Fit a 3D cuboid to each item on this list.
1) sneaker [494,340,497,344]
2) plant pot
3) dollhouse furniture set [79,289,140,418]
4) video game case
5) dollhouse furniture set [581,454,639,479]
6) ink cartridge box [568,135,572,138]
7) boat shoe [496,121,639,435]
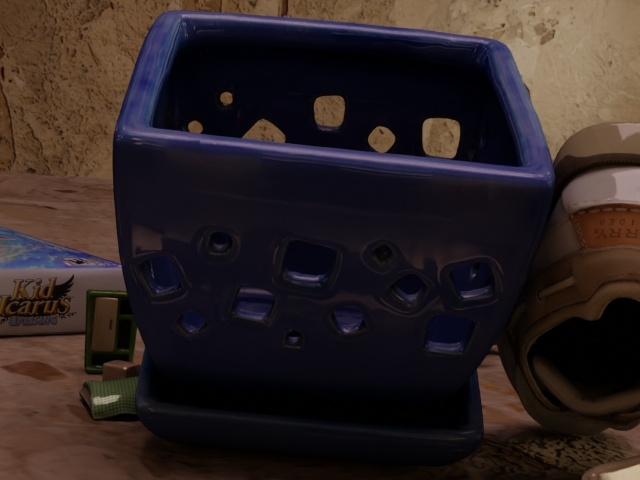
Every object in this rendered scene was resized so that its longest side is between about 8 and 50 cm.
[{"bbox_3d":[0.099,0.063,1.180,0.087,0.083,0.221,17,14,25],"label":"sneaker"},{"bbox_3d":[0.000,0.000,0.871,0.236,0.212,0.236,4,26,-1],"label":"plant pot"},{"bbox_3d":[-0.124,0.074,0.958,0.076,0.058,0.152,3,7,-18],"label":"dollhouse furniture set"},{"bbox_3d":[-0.335,0.026,1.196,0.244,0.061,0.269,-1,9,-41],"label":"video game case"},{"bbox_3d":[0.291,0.092,0.734,0.198,0.151,0.302,11,9,41],"label":"dollhouse furniture set"},{"bbox_3d":[0.337,0.033,1.101,0.270,0.198,0.197,10,7,30],"label":"ink cartridge box"},{"bbox_3d":[0.157,0.057,0.847,0.113,0.103,0.302,5,-30,8],"label":"boat shoe"}]
